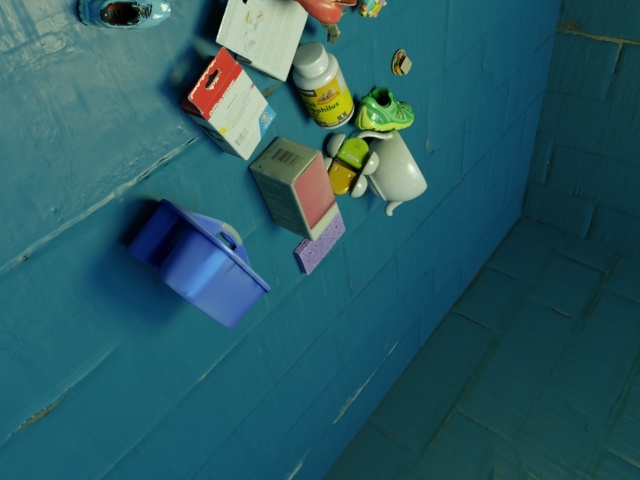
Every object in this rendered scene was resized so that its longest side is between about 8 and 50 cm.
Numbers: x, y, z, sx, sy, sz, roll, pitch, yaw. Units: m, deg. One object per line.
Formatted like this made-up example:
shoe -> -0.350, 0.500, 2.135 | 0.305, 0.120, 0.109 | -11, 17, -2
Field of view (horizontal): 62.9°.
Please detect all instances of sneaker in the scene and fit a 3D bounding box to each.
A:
sneaker -> 0.213, -0.411, 1.627 | 0.295, 0.109, 0.124 | -27, 128, -52
sneaker -> -0.317, -0.381, 0.887 | 0.162, 0.073, 0.064 | -31, 135, -43

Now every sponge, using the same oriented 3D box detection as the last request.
sponge -> 0.000, 0.000, 1.681 | 0.210, 0.031, 0.117 | -50, 146, -21

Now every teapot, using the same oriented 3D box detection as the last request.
teapot -> 0.212, -0.224, 1.694 | 0.187, 0.256, 0.252 | -28, 175, 11

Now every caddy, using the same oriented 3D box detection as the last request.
caddy -> -0.245, 0.044, 1.144 | 0.179, 0.241, 0.341 | -52, 148, -11

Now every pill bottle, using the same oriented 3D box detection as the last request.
pill bottle -> 0.004, -0.390, 1.321 | 0.117, 0.117, 0.215 | -56, 148, -14

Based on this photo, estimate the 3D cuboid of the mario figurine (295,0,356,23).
mario figurine -> 0.037, -0.570, 0.983 | 0.198, 0.170, 0.321 | -38, 149, -31

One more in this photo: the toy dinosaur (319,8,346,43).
toy dinosaur -> 0.010, -0.551, 1.164 | 0.118, 0.064, 0.268 | -56, 146, -2

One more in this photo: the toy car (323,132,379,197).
toy car -> 0.074, -0.216, 1.553 | 0.182, 0.159, 0.136 | -63, -176, -4

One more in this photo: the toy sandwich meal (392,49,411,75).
toy sandwich meal -> 0.258, -0.563, 1.664 | 0.085, 0.029, 0.086 | -36, 139, -39

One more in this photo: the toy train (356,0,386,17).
toy train -> 0.151, -0.654, 1.387 | 0.125, 0.046, 0.166 | -49, 174, 37

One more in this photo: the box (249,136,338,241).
box -> -0.063, -0.133, 1.376 | 0.127, 0.148, 0.232 | -51, 147, -22

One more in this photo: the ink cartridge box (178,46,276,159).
ink cartridge box -> -0.204, -0.292, 1.117 | 0.134, 0.077, 0.231 | -59, 149, -10

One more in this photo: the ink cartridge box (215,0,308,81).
ink cartridge box -> -0.116, -0.510, 1.111 | 0.238, 0.060, 0.275 | 8, 105, -57
